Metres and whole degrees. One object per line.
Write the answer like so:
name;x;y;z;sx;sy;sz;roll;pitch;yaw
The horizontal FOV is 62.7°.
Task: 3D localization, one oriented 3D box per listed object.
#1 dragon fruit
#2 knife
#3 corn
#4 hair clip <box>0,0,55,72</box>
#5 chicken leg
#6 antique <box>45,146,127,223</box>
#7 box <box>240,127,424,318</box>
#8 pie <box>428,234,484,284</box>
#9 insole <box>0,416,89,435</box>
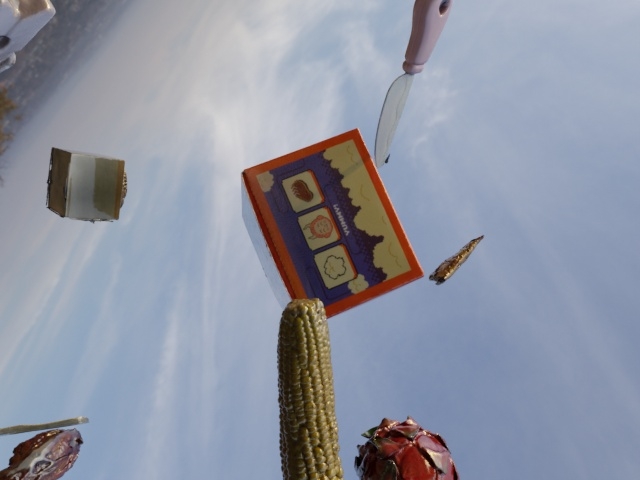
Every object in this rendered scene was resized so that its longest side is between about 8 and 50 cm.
dragon fruit;0.179;0.514;1.083;0.234;0.234;0.293;-37;-146;25
knife;0.145;-0.265;0.910;0.043;0.081;0.336;37;-52;28
corn;-0.018;0.245;0.767;0.097;0.097;0.319;-3;-89;55
hair clip;-0.497;-0.248;0.722;0.331;0.085;0.101;-23;-175;28
chicken leg;-0.752;0.569;1.273;0.158;0.407;0.096;29;-69;24
antique;-0.535;-0.126;1.210;0.147;0.148;0.152;19;-77;45
box;0.000;0.000;1.115;0.257;0.318;0.348;-23;175;-10
pie;0.303;0.050;1.202;0.170;0.034;0.092;-41;180;-28
insole;-0.418;0.259;0.717;0.063;0.192;0.010;107;-25;-70
